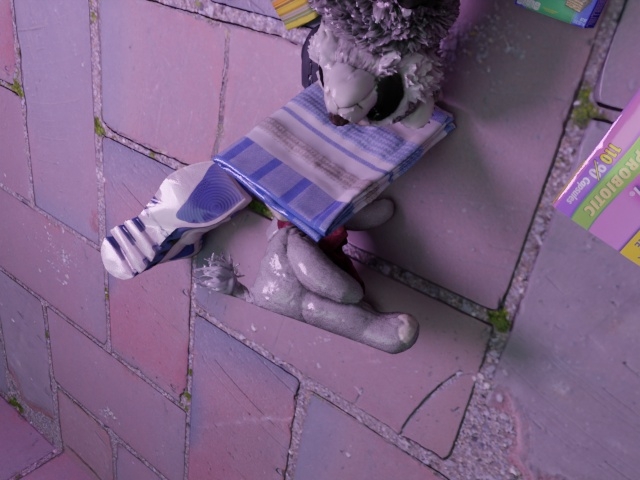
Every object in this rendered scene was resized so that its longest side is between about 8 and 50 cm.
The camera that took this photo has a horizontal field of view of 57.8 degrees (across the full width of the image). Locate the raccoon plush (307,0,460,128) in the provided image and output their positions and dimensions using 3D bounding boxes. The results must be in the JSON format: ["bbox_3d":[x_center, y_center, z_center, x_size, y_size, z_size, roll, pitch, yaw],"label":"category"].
[{"bbox_3d":[0.144,-0.326,0.679,0.446,0.299,0.216,-43,67,-4],"label":"raccoon plush"}]

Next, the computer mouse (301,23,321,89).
[{"bbox_3d":[-0.019,-0.228,0.940,0.071,0.041,0.241,30,125,25],"label":"computer mouse"}]

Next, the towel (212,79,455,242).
[{"bbox_3d":[0.023,-0.140,0.796,0.209,0.285,0.034,37,153,22],"label":"towel"}]

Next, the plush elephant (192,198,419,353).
[{"bbox_3d":[0.000,0.000,0.908,0.330,0.272,0.255,20,84,-4],"label":"plush elephant"}]

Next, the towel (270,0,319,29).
[{"bbox_3d":[-0.081,-0.425,0.844,0.237,0.021,0.102,58,162,-23],"label":"towel"}]

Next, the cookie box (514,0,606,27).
[{"bbox_3d":[0.288,-0.310,0.659,0.092,0.040,0.107,33,125,25],"label":"cookie box"}]

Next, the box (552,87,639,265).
[{"bbox_3d":[0.363,-0.111,0.547,0.117,0.243,0.213,40,129,19],"label":"box"}]

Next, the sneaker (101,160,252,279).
[{"bbox_3d":[-0.275,-0.045,1.170,0.316,0.182,0.127,-33,87,13],"label":"sneaker"}]
